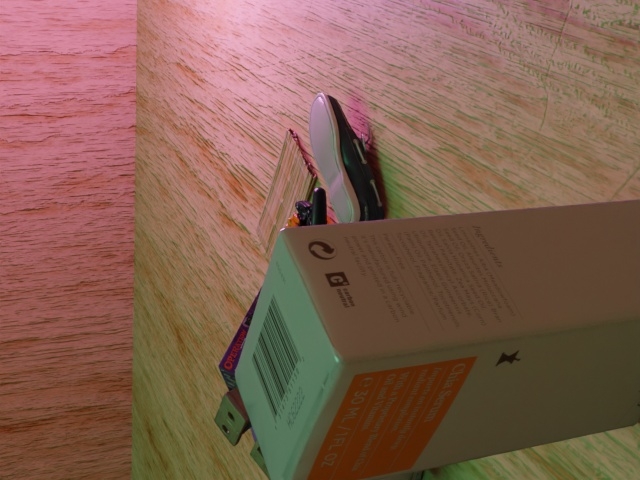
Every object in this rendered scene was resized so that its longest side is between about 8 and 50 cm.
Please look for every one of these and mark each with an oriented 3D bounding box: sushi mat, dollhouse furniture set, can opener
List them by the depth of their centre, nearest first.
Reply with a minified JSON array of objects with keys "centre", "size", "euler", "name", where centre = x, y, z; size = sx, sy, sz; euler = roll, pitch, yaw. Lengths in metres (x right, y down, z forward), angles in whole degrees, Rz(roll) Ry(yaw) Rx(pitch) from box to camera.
[{"centre":[0.000,0.000,1.631],"size":[0.059,0.073,0.186],"euler":[117,151,-74],"name":"can opener"},{"centre":[-0.085,0.349,1.719],"size":[0.184,0.129,0.129],"euler":[50,148,17],"name":"dollhouse furniture set"},{"centre":[-0.077,-0.076,1.979],"size":[0.316,0.019,0.151],"euler":[111,146,-44],"name":"sushi mat"}]

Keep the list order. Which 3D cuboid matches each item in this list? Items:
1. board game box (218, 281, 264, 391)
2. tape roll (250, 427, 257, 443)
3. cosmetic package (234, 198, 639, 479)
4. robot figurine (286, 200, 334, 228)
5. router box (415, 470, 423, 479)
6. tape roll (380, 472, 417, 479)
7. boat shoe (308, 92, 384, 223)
[{"centre":[-0.119,0.201,1.824],"size":[0.347,0.056,0.208],"euler":[93,-161,-70],"name":"board game box"},{"centre":[-0.092,0.374,2.031],"size":[0.189,0.080,0.189],"euler":[174,90,-66],"name":"tape roll"},{"centre":[0.164,0.102,0.958],"size":[0.230,0.453,0.161],"euler":[109,146,-43],"name":"cosmetic package"},{"centre":[0.009,0.061,1.740],"size":[0.291,0.085,0.211],"euler":[-120,34,-41],"name":"robot figurine"},{"centre":[0.063,0.372,1.567],"size":[0.133,0.179,0.046],"euler":[-128,38,-50],"name":"router box"},{"centre":[0.054,0.281,1.493],"size":[0.246,0.246,0.169],"euler":[-124,37,-47],"name":"tape roll"},{"centre":[0.048,-0.142,1.620],"size":[0.095,0.079,0.254],"euler":[-53,50,54],"name":"boat shoe"}]
